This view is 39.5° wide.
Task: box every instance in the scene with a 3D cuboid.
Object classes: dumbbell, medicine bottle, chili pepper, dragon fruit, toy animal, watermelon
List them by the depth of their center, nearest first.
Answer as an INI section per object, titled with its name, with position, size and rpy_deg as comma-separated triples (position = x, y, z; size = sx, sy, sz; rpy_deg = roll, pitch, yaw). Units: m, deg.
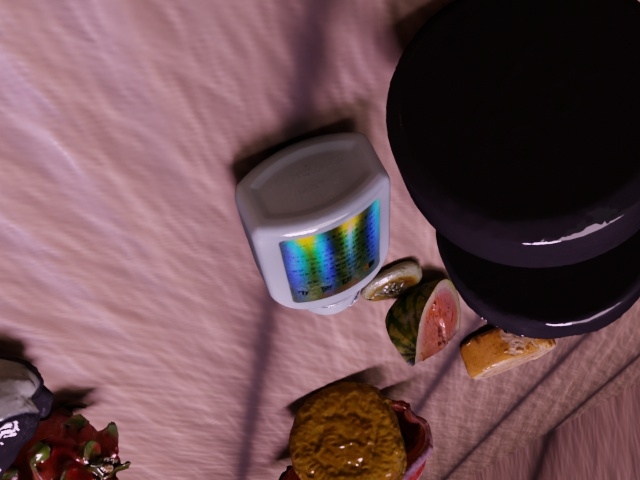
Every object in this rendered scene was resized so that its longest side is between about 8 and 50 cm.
[dumbbell]
position = 0.181, -0.047, 0.727
size = 0.203, 0.204, 0.322
rpy_deg = -28, 157, 6
[toy animal]
position = -0.353, 0.167, 0.788
size = 0.225, 0.094, 0.121
rpy_deg = -8, 143, -15
[medicine bottle]
position = 0.000, 0.000, 0.793
size = 0.121, 0.083, 0.229
rpy_deg = -25, 155, -7
[dragon fruit]
position = -0.323, 0.264, 0.964
size = 0.235, 0.137, 0.135
rpy_deg = -20, -168, -9
[watermelon]
position = 0.122, 0.091, 1.118
size = 0.068, 0.087, 0.163
rpy_deg = 2, -169, 28
[chili pepper]
position = 0.045, 0.408, 1.549
size = 0.251, 0.229, 0.305
rpy_deg = -25, 149, -30

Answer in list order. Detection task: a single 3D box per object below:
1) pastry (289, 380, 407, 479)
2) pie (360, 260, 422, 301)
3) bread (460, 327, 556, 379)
[pastry]
position = 0.044, 0.317, 1.371
size = 0.188, 0.189, 0.103
rpy_deg = -23, 160, -4
[pie]
position = 0.086, 0.052, 1.062
size = 0.084, 0.021, 0.084
rpy_deg = -21, 155, -10
[bread]
position = 0.304, 0.174, 1.473
size = 0.149, 0.073, 0.122
rpy_deg = -17, 161, -13
